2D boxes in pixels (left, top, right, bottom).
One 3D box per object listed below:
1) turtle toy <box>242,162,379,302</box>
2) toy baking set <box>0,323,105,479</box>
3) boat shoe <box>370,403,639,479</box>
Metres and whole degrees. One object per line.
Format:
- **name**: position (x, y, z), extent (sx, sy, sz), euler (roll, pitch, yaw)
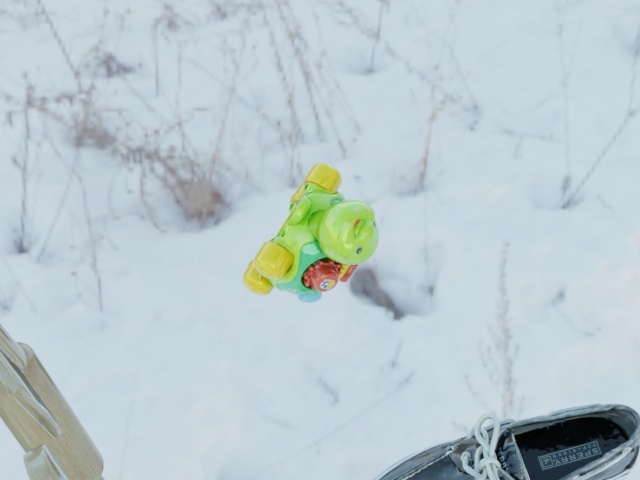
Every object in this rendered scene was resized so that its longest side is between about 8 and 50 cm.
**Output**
- **turtle toy**: position (0.000, 0.000, 0.837), extent (0.066, 0.130, 0.095), euler (33, 71, -4)
- **toy baking set**: position (-0.097, 0.138, 0.521), extent (0.030, 0.256, 0.197), euler (-29, 40, -9)
- **boat shoe**: position (0.180, 0.235, 1.203), extent (0.306, 0.105, 0.113), euler (-11, 60, -3)
